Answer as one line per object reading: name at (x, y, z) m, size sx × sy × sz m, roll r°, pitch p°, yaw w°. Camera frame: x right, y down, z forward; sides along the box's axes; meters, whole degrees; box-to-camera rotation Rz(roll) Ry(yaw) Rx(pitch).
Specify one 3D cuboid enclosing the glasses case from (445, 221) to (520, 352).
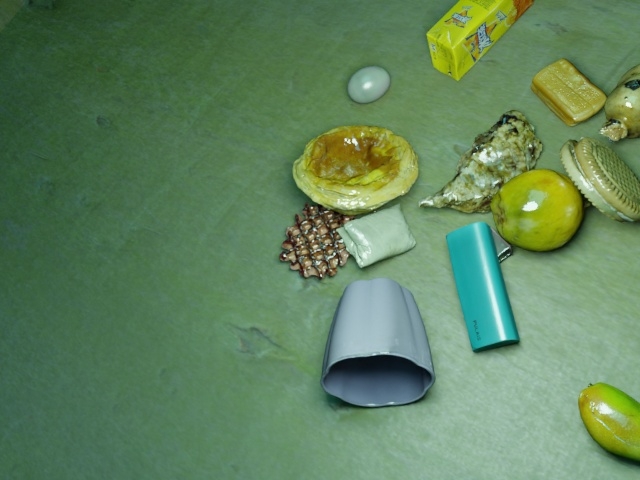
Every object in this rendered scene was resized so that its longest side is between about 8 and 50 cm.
glasses case at (0.387, 0.111, 1.676) m, size 0.117 × 0.070 × 0.301 m, roll -21°, pitch 67°, yaw 26°

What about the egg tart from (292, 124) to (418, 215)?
egg tart at (0.096, -0.179, 1.885) m, size 0.351 × 0.150 × 0.352 m, roll -2°, pitch 46°, yaw 2°

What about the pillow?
pillow at (0.154, -0.013, 1.820) m, size 0.181 × 0.078 × 0.134 m, roll -21°, pitch 70°, yaw -19°

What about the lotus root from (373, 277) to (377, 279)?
lotus root at (0.128, 0.133, 1.798) m, size 0.030 × 0.037 × 0.083 m, roll 25°, pitch 74°, yaw 31°

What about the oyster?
oyster at (0.451, -0.184, 1.819) m, size 0.204 × 0.111 × 0.396 m, roll 34°, pitch 74°, yaw 26°

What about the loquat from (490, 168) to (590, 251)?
loquat at (0.547, -0.075, 1.674) m, size 0.246 × 0.213 × 0.214 m, roll -6°, pitch 61°, yaw -9°

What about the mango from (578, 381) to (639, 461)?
mango at (0.648, 0.402, 1.457) m, size 0.125 × 0.111 × 0.233 m, roll -47°, pitch 72°, yaw 7°

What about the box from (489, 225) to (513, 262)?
box at (0.437, 0.017, 1.748) m, size 0.063 × 0.060 × 0.085 m, roll -40°, pitch 60°, yaw 5°

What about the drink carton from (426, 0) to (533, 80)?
drink carton at (0.470, -0.653, 2.016) m, size 0.351 × 0.154 × 0.111 m, roll -45°, pitch 60°, yaw -8°

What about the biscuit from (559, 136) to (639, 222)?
biscuit at (0.686, -0.148, 1.658) m, size 0.079 × 0.259 × 0.259 m, roll -44°, pitch 51°, yaw 36°

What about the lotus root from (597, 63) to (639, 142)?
lotus root at (0.811, -0.357, 1.759) m, size 0.140 × 0.154 × 0.257 m, roll 20°, pitch 68°, yaw 31°

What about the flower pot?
flower pot at (0.128, 0.232, 1.638) m, size 0.265 × 0.265 × 0.243 m, roll -11°, pitch 51°, yaw 12°

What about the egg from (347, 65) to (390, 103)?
egg at (0.144, -0.466, 2.057) m, size 0.135 × 0.103 × 0.103 m, roll -27°, pitch 59°, yaw 2°

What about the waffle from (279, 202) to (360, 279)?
waffle at (0.000, 0.000, 1.898) m, size 0.221 × 0.055 × 0.234 m, roll 14°, pitch 64°, yaw 23°

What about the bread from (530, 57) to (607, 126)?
bread at (0.673, -0.398, 1.869) m, size 0.116 × 0.077 × 0.200 m, roll -33°, pitch 61°, yaw -2°
